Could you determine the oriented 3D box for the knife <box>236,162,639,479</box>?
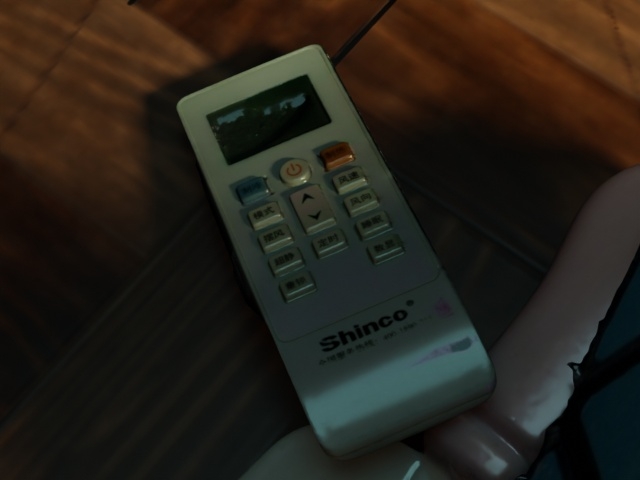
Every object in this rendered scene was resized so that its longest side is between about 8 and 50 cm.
[{"bbox_3d":[0.017,0.086,0.487,0.336,0.043,0.081,-39,62,-13],"label":"knife"}]

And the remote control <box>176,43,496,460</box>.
[{"bbox_3d":[0.000,0.000,0.521,0.065,0.029,0.166,-23,50,-3],"label":"remote control"}]

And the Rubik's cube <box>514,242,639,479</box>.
[{"bbox_3d":[0.130,0.122,0.387,0.228,0.229,0.233,-23,29,-39],"label":"Rubik's cube"}]
